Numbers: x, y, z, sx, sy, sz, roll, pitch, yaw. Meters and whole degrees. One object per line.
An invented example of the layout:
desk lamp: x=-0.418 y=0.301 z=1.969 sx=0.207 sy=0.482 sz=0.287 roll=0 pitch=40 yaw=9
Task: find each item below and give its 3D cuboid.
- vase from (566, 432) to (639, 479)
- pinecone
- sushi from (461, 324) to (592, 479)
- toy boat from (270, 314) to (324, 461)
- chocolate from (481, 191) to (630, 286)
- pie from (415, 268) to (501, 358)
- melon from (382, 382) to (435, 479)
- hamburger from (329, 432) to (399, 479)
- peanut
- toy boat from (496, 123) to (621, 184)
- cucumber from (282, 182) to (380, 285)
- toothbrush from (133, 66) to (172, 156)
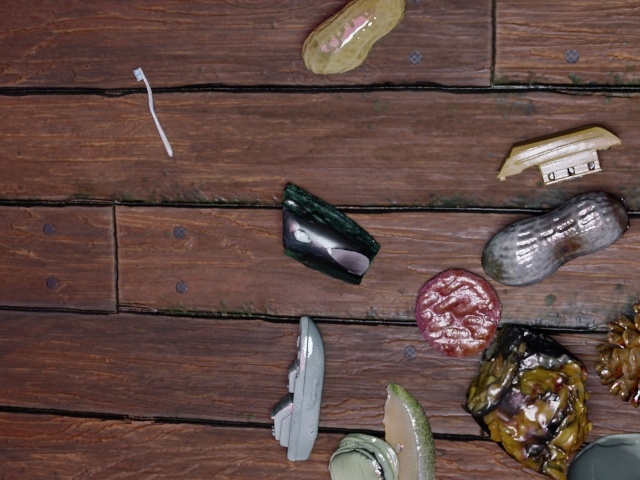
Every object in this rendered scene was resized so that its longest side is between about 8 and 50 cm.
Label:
vase: x=0.452 y=0.460 z=1.618 sx=0.156 sy=0.301 sz=0.251 roll=36 pitch=114 yaw=3
pinecone: x=0.531 y=0.182 z=1.614 sx=0.195 sy=0.150 sz=0.179 roll=-23 pitch=95 yaw=15
sushi: x=0.342 y=0.266 z=1.646 sx=0.204 sy=0.200 sz=0.213 roll=30 pitch=104 yaw=1
toy boat: x=-0.039 y=0.255 z=1.780 sx=0.085 sy=0.078 sz=0.261 roll=5 pitch=104 yaw=-5
chocolate: x=0.374 y=-0.001 z=1.636 sx=0.248 sy=0.110 sz=0.110 roll=-29 pitch=94 yaw=17
pie: x=0.232 y=0.123 z=1.724 sx=0.154 sy=0.036 sz=0.155 roll=2 pitch=102 yaw=11
melon: x=0.151 y=0.344 z=1.783 sx=0.098 sy=0.054 sz=0.182 roll=9 pitch=102 yaw=25
hamburger: x=0.076 y=0.408 z=1.779 sx=0.133 sy=0.062 sz=0.140 roll=3 pitch=106 yaw=33
peanut: x=0.055 y=-0.335 z=1.649 sx=0.194 sy=0.083 sz=0.093 roll=-33 pitch=93 yaw=15
toy boat: x=0.379 y=-0.131 z=1.637 sx=0.200 sy=0.057 sz=0.077 roll=-14 pitch=104 yaw=14
cucumber: x=0.000 y=0.000 z=1.730 sx=0.193 sy=0.086 sz=0.115 roll=29 pitch=103 yaw=-2
toothbrush: x=-0.286 y=-0.223 z=1.776 sx=0.017 sy=0.014 sz=0.162 roll=-22 pitch=96 yaw=0
